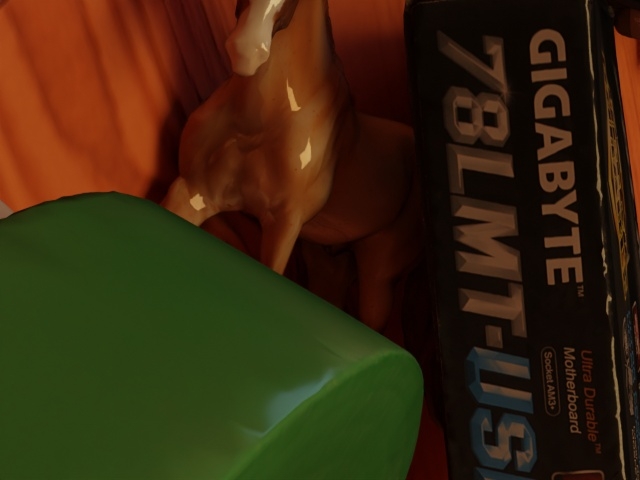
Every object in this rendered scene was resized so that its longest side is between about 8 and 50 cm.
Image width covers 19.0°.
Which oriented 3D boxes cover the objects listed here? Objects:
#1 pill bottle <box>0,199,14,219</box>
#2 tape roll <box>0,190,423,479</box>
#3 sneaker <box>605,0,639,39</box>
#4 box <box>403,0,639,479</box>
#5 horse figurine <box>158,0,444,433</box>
[{"bbox_3d":[-0.136,0.055,0.446,0.169,0.094,0.094,-46,134,-50],"label":"pill bottle"},{"bbox_3d":[-0.091,0.145,0.429,0.321,0.077,0.321,-55,165,-23],"label":"tape roll"},{"bbox_3d":[0.191,-0.171,1.025,0.300,0.111,0.121,23,78,-59],"label":"sneaker"},{"bbox_3d":[0.101,0.045,0.798,0.293,0.073,0.295,-18,103,-77],"label":"box"},{"bbox_3d":[0.000,0.000,0.732,0.263,0.066,0.174,34,71,-59],"label":"horse figurine"}]
